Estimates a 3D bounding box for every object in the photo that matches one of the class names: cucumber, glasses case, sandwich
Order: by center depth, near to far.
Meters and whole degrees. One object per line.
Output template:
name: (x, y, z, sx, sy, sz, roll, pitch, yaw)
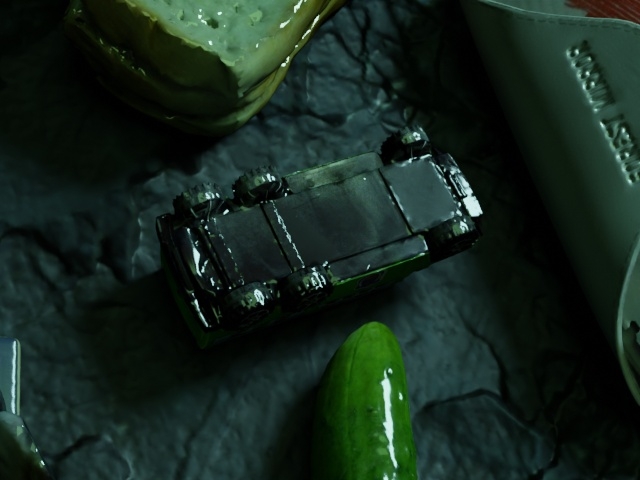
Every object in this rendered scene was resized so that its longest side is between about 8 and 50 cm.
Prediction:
cucumber: (0.027, 0.150, 0.669, 0.056, 0.056, 0.250, 1, 59, -15)
glasses case: (0.171, -0.056, 0.782, 0.083, 0.128, 0.308, 22, 43, -57)
sandwich: (-0.095, -0.205, 0.808, 0.273, 0.095, 0.249, 35, 62, 4)

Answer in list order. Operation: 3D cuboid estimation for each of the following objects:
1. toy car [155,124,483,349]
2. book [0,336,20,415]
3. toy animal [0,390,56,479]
toy car: (0.000, 0.000, 0.738, 0.165, 0.062, 0.071, -18, 69, -23)
book: (-0.222, 0.162, 0.610, 0.191, 0.025, 0.269, 2, 62, -14)
toy animal: (-0.166, 0.119, 0.576, 0.160, 0.197, 0.272, -20, 24, -8)
